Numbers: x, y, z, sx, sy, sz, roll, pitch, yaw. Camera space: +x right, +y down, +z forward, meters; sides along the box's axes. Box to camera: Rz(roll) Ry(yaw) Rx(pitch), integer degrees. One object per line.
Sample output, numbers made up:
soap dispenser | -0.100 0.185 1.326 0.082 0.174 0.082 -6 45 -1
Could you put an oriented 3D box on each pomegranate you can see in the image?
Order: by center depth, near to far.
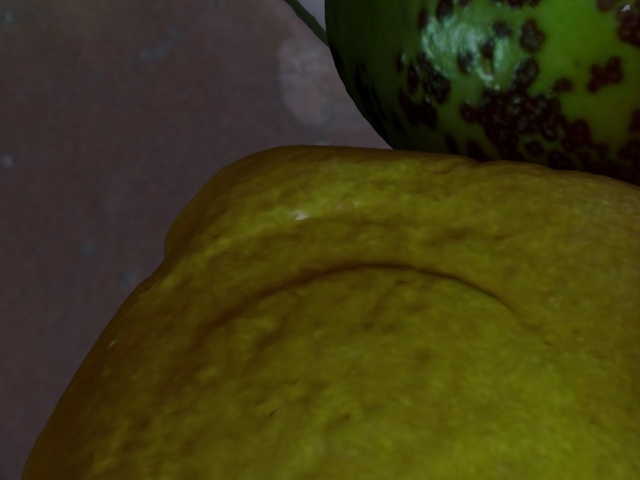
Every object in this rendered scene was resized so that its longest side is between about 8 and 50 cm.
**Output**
pomegranate | 0.095 -0.040 0.584 0.214 0.214 0.248 25 102 29

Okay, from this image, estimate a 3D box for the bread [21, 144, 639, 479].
bread | 0.014 0.082 0.440 0.174 0.121 0.245 7 43 21
